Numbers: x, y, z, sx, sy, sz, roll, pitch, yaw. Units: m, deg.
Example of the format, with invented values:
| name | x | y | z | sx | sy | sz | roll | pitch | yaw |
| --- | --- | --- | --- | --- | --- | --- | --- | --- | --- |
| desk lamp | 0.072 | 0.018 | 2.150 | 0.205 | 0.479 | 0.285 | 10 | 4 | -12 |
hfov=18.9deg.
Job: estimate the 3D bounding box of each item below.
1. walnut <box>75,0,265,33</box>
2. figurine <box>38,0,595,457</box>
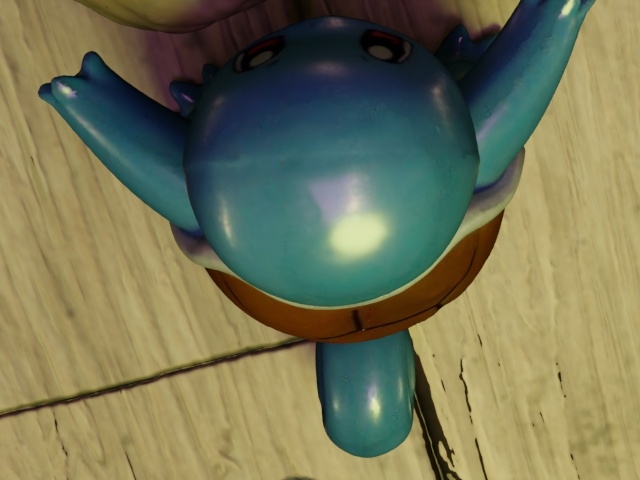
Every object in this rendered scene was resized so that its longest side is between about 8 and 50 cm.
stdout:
| name | x | y | z | sx | sy | sz | roll | pitch | yaw |
| --- | --- | --- | --- | --- | --- | --- | --- | --- | --- |
| walnut | -0.075 | -0.226 | 0.991 | 0.248 | 0.248 | 0.248 | 0 | 117 | -1 |
| figurine | 0.002 | -0.034 | 1.088 | 0.297 | 0.243 | 0.416 | 0 | 160 | 4 |
